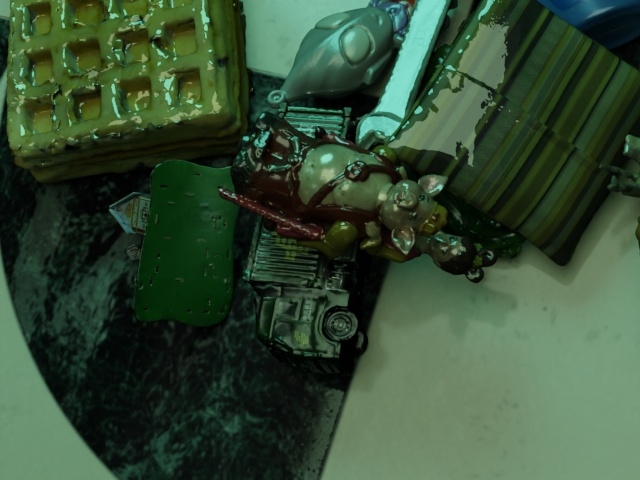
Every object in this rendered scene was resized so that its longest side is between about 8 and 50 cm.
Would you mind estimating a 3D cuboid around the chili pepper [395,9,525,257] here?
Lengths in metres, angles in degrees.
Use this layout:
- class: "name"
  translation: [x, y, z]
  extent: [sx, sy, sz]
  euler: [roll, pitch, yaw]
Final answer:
- class: "chili pepper"
  translation: [0.133, -0.112, 1.411]
  extent: [0.122, 0.065, 0.279]
  euler: [-4, 73, 1]

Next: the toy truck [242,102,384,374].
- class: "toy truck"
  translation: [0.000, 0.000, 1.396]
  extent: [0.121, 0.088, 0.259]
  euler: [6, 73, 15]

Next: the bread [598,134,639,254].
- class: "bread"
  translation: [0.406, 0.027, 1.226]
  extent: [0.236, 0.183, 0.389]
  euler: [-20, 69, 10]

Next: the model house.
- class: "model house"
  translation: [-0.154, -0.001, 1.437]
  extent: [0.088, 0.117, 0.167]
  euler: [12, 98, 53]

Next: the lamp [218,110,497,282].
- class: "lamp"
  translation: [0.040, -0.034, 1.297]
  extent: [0.253, 0.118, 0.118]
  euler: [25, 80, 17]

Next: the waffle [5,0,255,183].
- class: "waffle"
  translation: [-0.216, -0.259, 1.528]
  extent: [0.261, 0.114, 0.376]
  euler: [-11, 70, 14]

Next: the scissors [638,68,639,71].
- class: "scissors"
  translation: [0.371, -0.229, 1.359]
  extent: [0.118, 0.030, 0.242]
  euler: [5, 96, 16]

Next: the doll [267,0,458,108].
- class: "doll"
  translation: [0.040, -0.202, 1.460]
  extent: [0.227, 0.075, 0.102]
  euler: [-32, 51, -9]

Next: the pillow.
- class: "pillow"
  translation: [0.202, -0.115, 1.343]
  extent: [0.212, 0.052, 0.208]
  euler: [33, 83, -3]

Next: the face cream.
- class: "face cream"
  translation: [0.247, -0.319, 1.435]
  extent: [0.149, 0.083, 0.264]
  euler: [-19, 69, 6]

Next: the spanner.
- class: "spanner"
  translation: [0.101, -0.208, 1.410]
  extent: [0.071, 0.017, 0.302]
  euler: [14, 67, 18]
